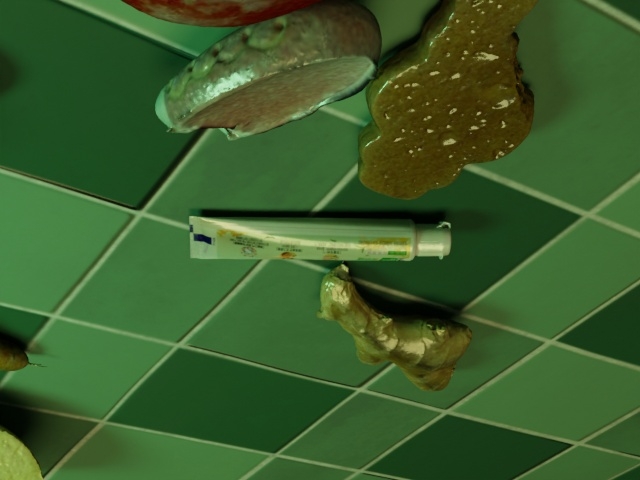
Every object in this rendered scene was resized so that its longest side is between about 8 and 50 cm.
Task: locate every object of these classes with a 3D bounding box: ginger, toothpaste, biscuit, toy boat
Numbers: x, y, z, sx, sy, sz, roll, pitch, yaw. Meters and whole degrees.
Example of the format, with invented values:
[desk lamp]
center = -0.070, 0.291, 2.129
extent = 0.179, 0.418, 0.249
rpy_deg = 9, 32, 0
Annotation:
[ginger]
center = 0.110, 0.132, 1.385
extent = 0.148, 0.081, 0.334
rpy_deg = -18, 144, 40
[toothpaste]
center = 0.000, 0.000, 1.207
extent = 0.315, 0.058, 0.056
rpy_deg = 1, -173, -5
[biscuit]
center = 0.139, -0.157, 1.022
extent = 0.184, 0.047, 0.319
rpy_deg = -3, 143, -10
[toy boat]
center = -0.047, -0.168, 0.939
extent = 0.227, 0.085, 0.155
rpy_deg = -20, 167, 34

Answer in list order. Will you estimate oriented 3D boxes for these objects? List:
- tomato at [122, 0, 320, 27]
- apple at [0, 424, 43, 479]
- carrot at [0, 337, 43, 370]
[tomato]
center = -0.039, -0.268, 0.739
extent = 0.335, 0.176, 0.290
rpy_deg = -25, 143, 21
[apple]
center = -0.576, 0.369, 1.451
extent = 0.309, 0.252, 0.314
rpy_deg = -13, 156, -40
[carrot]
center = -0.477, 0.127, 1.288
extent = 0.078, 0.078, 0.298
rpy_deg = -28, 143, 25
